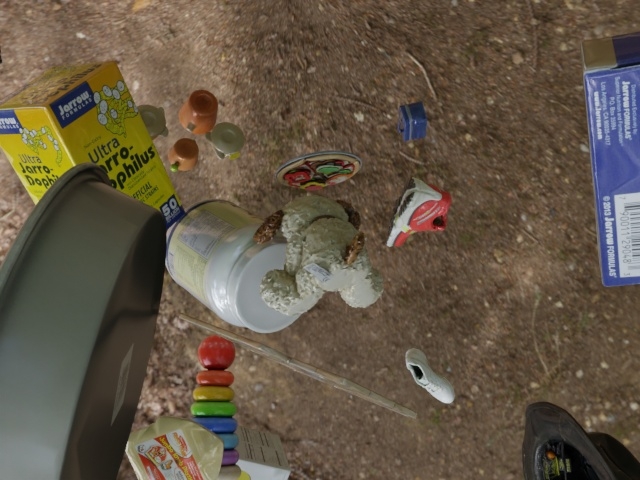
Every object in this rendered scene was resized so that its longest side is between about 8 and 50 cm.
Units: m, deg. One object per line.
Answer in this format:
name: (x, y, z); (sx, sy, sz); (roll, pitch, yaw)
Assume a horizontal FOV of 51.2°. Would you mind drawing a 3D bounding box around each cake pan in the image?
cake pan: (-0.162, 0.096, 0.451); (0.054, 0.293, 0.293); (12, 112, -5)

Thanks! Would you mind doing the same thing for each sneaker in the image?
sneaker: (0.222, -0.044, 1.503); (0.118, 0.279, 0.107); (15, 72, -1)
sneaker: (0.241, 0.315, 1.501); (0.152, 0.061, 0.054); (47, 115, -3)

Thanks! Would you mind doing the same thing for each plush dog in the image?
plush dog: (0.000, 0.000, 1.299); (0.262, 0.225, 0.210); (-6, 137, -27)

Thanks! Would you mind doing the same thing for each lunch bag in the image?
lunch bag: (0.220, -0.288, 1.633); (0.065, 0.067, 0.098); (-11, 152, 0)

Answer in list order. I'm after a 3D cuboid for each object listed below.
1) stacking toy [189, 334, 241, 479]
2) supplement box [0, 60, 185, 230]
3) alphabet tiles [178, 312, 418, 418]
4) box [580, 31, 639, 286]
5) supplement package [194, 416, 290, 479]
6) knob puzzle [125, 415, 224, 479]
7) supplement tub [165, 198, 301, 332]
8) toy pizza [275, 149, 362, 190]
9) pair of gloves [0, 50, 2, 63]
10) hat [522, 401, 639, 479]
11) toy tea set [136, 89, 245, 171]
stacking toy: (-0.252, 0.385, 1.555); (0.141, 0.141, 0.330); (1, 77, -3)
supplement box: (-0.456, -0.148, 1.329); (0.195, 0.194, 0.356); (4, 129, 31)
alphabet tiles: (-0.018, 0.138, 0.720); (0.198, 0.237, 0.009); (34, 74, -39)
box: (0.243, -0.044, 0.302); (0.225, 0.036, 0.136); (-5, 129, 22)
supplement package: (-0.254, 0.650, 1.873); (0.263, 0.198, 0.199); (19, 99, -18)
knob puzzle: (-0.284, 0.440, 1.359); (0.213, 0.030, 0.213); (0, 97, 4)
supplement tub: (-0.184, 0.053, 1.493); (0.235, 0.325, 0.235); (-15, 116, -33)
toy pizza: (-0.003, -0.152, 1.527); (0.201, 0.201, 0.032); (-10, 75, 2)
pair of gloves: (-0.550, -0.301, 1.133); (0.010, 0.074, 0.083); (-1, 138, -32)
hat: (0.483, 0.426, 1.161); (0.134, 0.331, 0.331); (-8, 114, -11)
toy tea set: (-0.363, -0.244, 1.651); (0.336, 0.124, 0.200); (-22, 82, -26)
